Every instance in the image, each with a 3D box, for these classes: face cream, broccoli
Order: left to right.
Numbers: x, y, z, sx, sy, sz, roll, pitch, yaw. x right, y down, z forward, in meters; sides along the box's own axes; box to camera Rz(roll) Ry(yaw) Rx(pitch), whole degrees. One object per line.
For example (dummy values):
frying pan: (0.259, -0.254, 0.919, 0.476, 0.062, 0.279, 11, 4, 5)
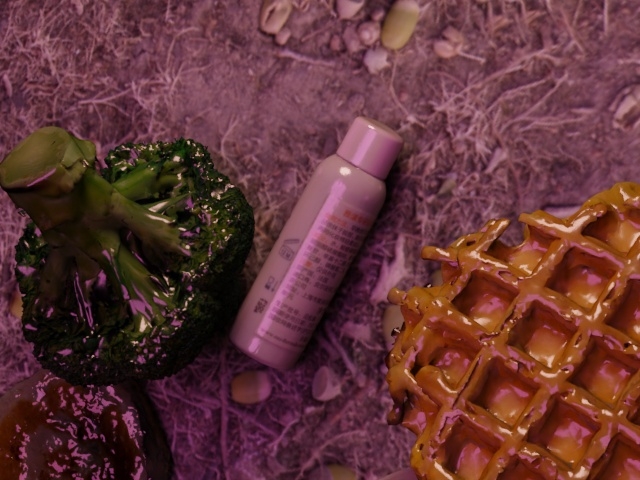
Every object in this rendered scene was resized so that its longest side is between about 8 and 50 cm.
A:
broccoli: (-0.209, -0.005, 1.376, 0.298, 0.297, 0.297, -18, 43, 17)
face cream: (0.000, 0.000, 1.377, 0.082, 0.082, 0.269, 32, 98, 25)

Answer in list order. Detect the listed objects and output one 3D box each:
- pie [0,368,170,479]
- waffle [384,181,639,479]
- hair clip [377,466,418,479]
pie: (-0.273, 0.242, 1.501, 0.241, 0.054, 0.240, -2, 86, 25)
waffle: (0.247, 0.138, 1.174, 0.380, 0.095, 0.382, -18, 69, 8)
hair clip: (0.156, 0.268, 1.253, 0.282, 0.113, 0.172, -7, 82, 25)
